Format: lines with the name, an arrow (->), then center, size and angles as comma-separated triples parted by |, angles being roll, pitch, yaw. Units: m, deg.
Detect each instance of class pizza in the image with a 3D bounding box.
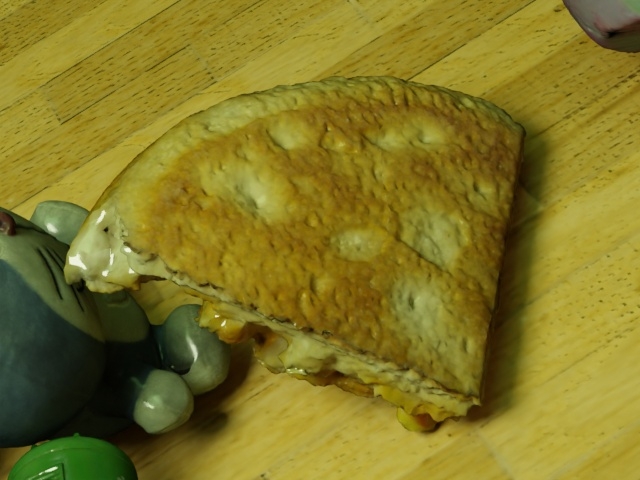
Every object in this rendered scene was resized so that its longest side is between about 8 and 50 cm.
pizza -> -0.003, -0.030, 1.072 | 0.087, 0.258, 0.268 | -51, 17, 49

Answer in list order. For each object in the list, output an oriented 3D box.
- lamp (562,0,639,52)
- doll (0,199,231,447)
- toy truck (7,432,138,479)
lamp -> 0.295, -0.197, 1.095 | 0.301, 0.247, 0.247 | -7, 86, 7
doll -> -0.191, 0.046, 1.058 | 0.228, 0.258, 0.154 | 41, 90, 26
toy truck -> -0.121, 0.227, 0.948 | 0.101, 0.125, 0.242 | -22, 45, 6
